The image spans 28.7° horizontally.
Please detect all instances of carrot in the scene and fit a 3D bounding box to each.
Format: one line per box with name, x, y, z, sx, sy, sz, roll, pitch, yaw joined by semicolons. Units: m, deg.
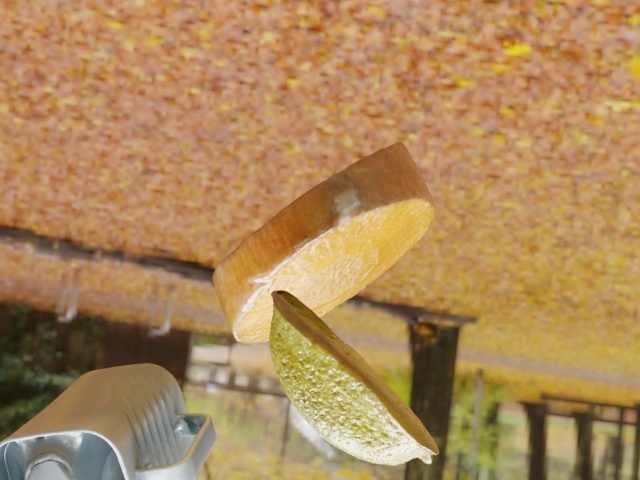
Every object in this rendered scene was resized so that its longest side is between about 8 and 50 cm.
carrot;0.000;0.000;1.307;0.258;0.100;0.307;-33;168;-15

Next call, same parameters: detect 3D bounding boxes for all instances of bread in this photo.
bread;0.017;0.120;1.015;0.188;0.065;0.149;43;-176;9

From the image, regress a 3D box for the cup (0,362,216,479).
cup;-0.134;0.145;0.841;0.128;0.095;0.129;-11;-165;17
